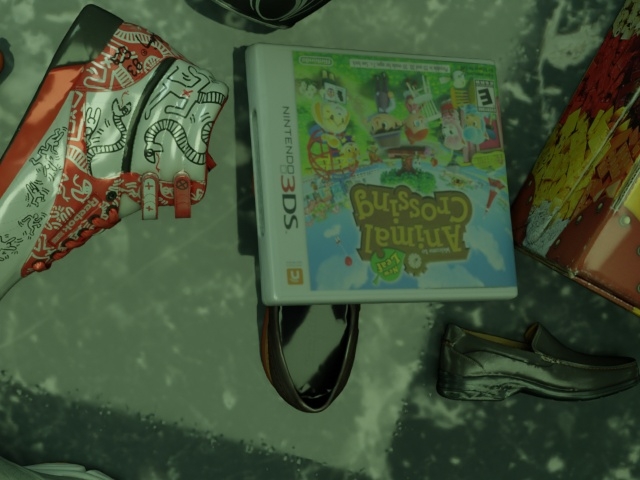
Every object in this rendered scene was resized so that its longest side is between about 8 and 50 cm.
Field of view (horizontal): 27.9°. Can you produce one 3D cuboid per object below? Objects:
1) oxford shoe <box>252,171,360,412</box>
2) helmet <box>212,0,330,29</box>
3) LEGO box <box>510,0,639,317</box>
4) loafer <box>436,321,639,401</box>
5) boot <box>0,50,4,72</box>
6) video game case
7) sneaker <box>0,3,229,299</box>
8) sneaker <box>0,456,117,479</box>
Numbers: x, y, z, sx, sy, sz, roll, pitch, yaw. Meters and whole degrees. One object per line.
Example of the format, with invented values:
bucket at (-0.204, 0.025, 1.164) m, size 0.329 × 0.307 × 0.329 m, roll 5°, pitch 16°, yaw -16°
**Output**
oxford shoe at (0.000, 0.000, 0.994) m, size 0.097 × 0.098 × 0.271 m, roll -3°, pitch 98°, yaw -6°
helmet at (-0.030, -0.252, 0.922) m, size 0.169 × 0.169 × 0.161 m, roll 32°, pitch 111°, yaw -11°
LEGO box at (0.456, -0.037, 1.002) m, size 0.500 × 0.193 × 0.372 m, roll 29°, pitch 93°, yaw -10°
loafer at (0.180, 0.098, 1.053) m, size 0.170 × 0.062 × 0.061 m, roll 0°, pitch 93°, yaw -9°
boot at (-0.278, -0.080, 0.972) m, size 0.084 × 0.059 × 0.158 m, roll 41°, pitch 100°, yaw -14°
video game case at (0.049, -0.049, 0.974) m, size 0.212 × 0.023 × 0.193 m, roll 0°, pitch 80°, yaw -27°
sneaker at (-0.172, -0.029, 0.972) m, size 0.145 × 0.090 × 0.270 m, roll 27°, pitch 91°, yaw -8°
sneaker at (-0.243, 0.212, 0.981) m, size 0.262 × 0.121 × 0.099 m, roll 26°, pitch 95°, yaw -10°
